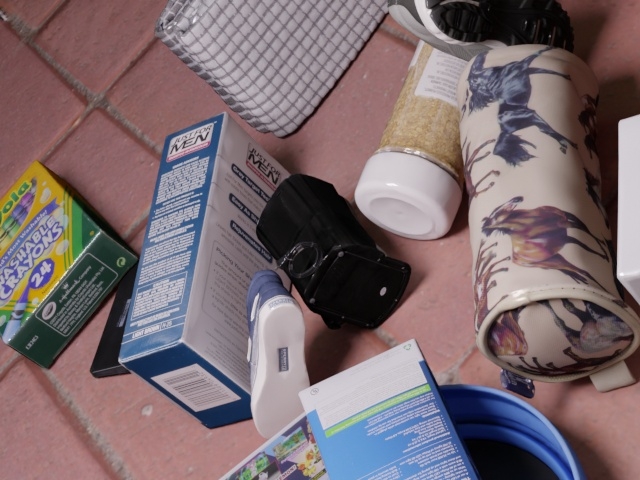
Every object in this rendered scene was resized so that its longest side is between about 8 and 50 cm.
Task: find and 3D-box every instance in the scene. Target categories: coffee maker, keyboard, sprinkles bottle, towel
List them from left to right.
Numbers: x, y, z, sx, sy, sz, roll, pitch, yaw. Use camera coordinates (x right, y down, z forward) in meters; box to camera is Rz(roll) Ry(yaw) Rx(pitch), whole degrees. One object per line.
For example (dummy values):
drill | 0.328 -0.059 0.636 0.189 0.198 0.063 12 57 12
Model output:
keyboard | -0.243 0.098 2.053 0.108 0.023 0.180 -16 48 40
towel | -0.062 -0.316 2.087 0.284 0.235 0.121 -54 34 -11
coffee maker | 0.000 0.000 1.803 0.120 0.171 0.178 -41 40 1
sprinkles bottle | 0.156 -0.176 1.861 0.121 0.121 0.355 -1 56 41

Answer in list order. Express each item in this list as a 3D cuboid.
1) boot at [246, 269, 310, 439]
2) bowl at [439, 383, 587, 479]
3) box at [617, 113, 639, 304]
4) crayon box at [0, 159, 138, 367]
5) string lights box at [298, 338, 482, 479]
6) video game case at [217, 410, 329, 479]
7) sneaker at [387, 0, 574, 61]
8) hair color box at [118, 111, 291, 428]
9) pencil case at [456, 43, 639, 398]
boot | -0.052 0.129 1.757 0.069 0.190 0.086 -3 31 -16
bowl | 0.099 0.328 1.509 0.391 0.077 0.391 -24 43 24
box | 0.415 0.032 1.275 0.215 0.345 0.168 -17 47 30
crayon box | -0.410 0.018 2.207 0.203 0.083 0.323 -50 37 0
string lights box | 0.080 0.227 1.471 0.133 0.077 0.260 -25 42 3
video game case | -0.036 0.281 1.590 0.201 0.023 0.183 -39 39 9
sneaker | 0.192 -0.247 1.776 0.108 0.271 0.100 9 82 51
hair color box | -0.127 0.034 1.884 0.105 0.174 0.347 -18 46 31
pencil case | 0.235 -0.035 1.628 0.159 0.183 0.410 -20 43 20
